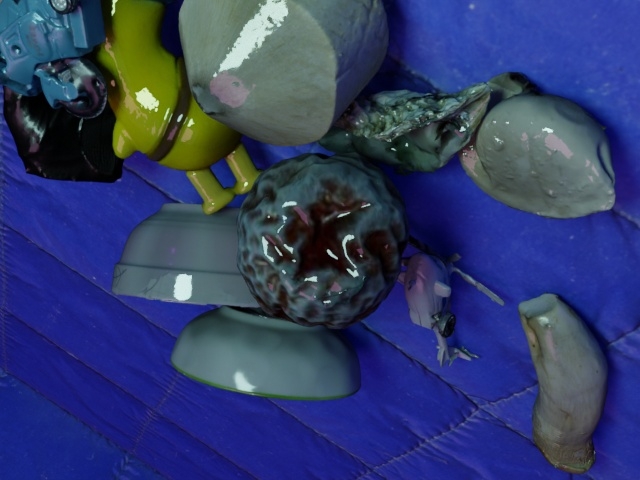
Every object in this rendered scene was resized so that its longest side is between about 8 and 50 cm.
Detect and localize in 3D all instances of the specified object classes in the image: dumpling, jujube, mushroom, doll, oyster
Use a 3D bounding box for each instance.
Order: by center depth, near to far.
[{"bbox_3d":[0.231,-0.094,0.775,0.176,0.092,0.150,33,141,2],"label":"dumpling"},{"bbox_3d":[0.067,-0.129,0.842,0.199,0.087,0.252,21,166,2],"label":"oyster"},{"bbox_3d":[0.000,0.000,0.888,0.226,0.226,0.317,37,-179,-4],"label":"jujube"},{"bbox_3d":[-0.201,-0.197,0.924,0.363,0.199,0.145,60,171,-26],"label":"doll"},{"bbox_3d":[0.353,0.218,1.045,0.122,0.095,0.351,25,145,41],"label":"mushroom"}]

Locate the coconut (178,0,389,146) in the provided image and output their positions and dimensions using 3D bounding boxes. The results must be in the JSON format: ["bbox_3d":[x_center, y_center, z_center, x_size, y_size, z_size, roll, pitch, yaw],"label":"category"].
[{"bbox_3d":[-0.046,-0.203,0.750,0.202,0.222,0.202,26,144,20],"label":"coconut"}]

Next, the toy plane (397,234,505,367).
[{"bbox_3d":[0.159,0.105,1.050,0.182,0.107,0.273,28,148,16],"label":"toy plane"}]

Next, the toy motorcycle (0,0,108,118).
[{"bbox_3d":[-0.336,-0.279,0.830,0.182,0.123,0.272,10,120,17],"label":"toy motorcycle"}]

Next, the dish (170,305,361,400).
[{"bbox_3d":[-0.081,0.160,1.206,0.324,0.124,0.324,9,-177,-1],"label":"dish"}]

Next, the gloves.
[{"bbox_3d":[-0.353,-0.225,1.004,0.152,0.197,0.301,55,134,42],"label":"gloves"}]

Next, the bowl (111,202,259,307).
[{"bbox_3d":[-0.170,0.020,1.108,0.287,0.144,0.287,4,180,0],"label":"bowl"}]

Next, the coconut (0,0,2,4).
[{"bbox_3d":[-0.480,-0.346,0.969,0.147,0.147,0.153,12,151,27],"label":"coconut"}]
